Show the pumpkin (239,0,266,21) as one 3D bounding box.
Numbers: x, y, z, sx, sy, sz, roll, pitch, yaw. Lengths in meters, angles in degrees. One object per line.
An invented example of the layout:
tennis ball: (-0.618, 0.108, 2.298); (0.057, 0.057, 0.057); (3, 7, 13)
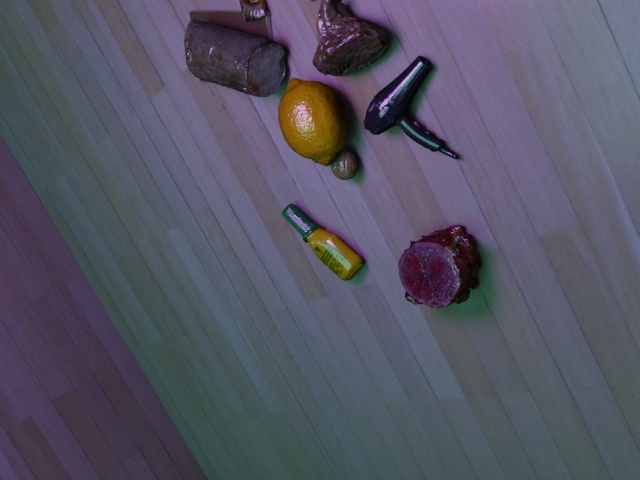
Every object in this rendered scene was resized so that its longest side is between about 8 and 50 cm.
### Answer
pumpkin: (-0.190, -0.665, 1.675); (0.073, 0.035, 0.101); (-10, 95, 22)

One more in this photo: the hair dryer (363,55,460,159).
hair dryer: (0.265, -0.308, 1.522); (0.272, 0.091, 0.235); (40, 124, -3)

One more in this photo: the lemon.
lemon: (-0.019, -0.326, 1.639); (0.188, 0.188, 0.256); (-14, 104, 43)

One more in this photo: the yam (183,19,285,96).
yam: (-0.261, -0.521, 1.711); (0.305, 0.168, 0.167); (22, 127, 25)

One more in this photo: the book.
book: (-0.265, -0.578, 1.805); (0.311, 0.021, 0.216); (14, 122, 32)

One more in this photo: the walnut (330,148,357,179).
walnut: (0.067, -0.216, 1.709); (0.092, 0.092, 0.092); (19, 125, 29)

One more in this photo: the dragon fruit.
dragon fruit: (0.341, 0.069, 1.629); (0.211, 0.147, 0.282); (49, 132, 18)

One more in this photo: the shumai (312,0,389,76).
shumai: (0.062, -0.521, 1.505); (0.206, 0.167, 0.175); (-15, 82, 42)

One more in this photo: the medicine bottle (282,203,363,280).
medicine bottle: (0.000, 0.000, 1.891); (0.309, 0.076, 0.111); (42, 131, 10)
